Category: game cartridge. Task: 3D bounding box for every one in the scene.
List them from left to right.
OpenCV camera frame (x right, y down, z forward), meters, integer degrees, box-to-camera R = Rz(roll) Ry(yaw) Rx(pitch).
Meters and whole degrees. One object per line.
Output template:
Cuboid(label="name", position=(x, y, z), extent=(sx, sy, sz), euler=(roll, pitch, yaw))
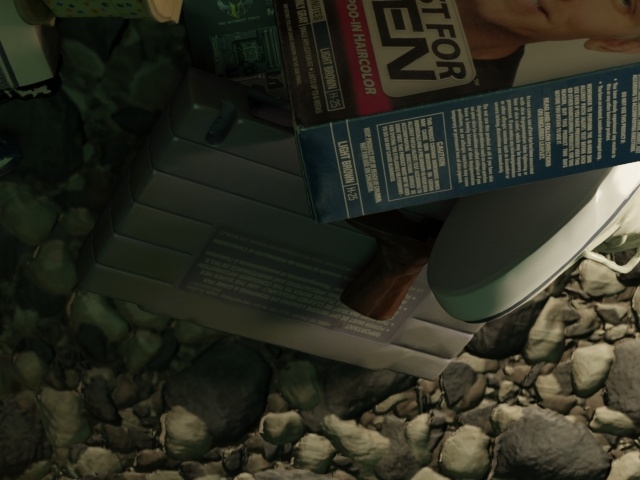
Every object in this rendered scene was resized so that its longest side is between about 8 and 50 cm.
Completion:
Cuboid(label="game cartridge", position=(0.000, 0.000, 1.208), extent=(0.355, 0.068, 0.230), euler=(17, 134, -26))

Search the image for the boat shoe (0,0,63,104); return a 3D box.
Cuboid(label="boat shoe", position=(-0.312, -0.238, 1.046), extent=(0.158, 0.127, 0.340), euler=(-14, 120, 3))

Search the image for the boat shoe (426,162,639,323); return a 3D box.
Cuboid(label="boat shoe", position=(0.242, -0.042, 1.153), extent=(0.367, 0.136, 0.156), euler=(-48, 121, -20))

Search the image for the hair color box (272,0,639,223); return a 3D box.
Cuboid(label="hair color box", position=(0.147, -0.136, 1.040), extent=(0.347, 0.174, 0.105), euler=(-11, 139, 0))

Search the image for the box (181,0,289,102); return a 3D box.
Cuboid(label="box", position=(0.014, -0.149, 1.167), extent=(0.232, 0.059, 0.183), euler=(-11, 123, 0))

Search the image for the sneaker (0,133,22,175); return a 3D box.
Cuboid(label="sneaker", position=(-0.304, -0.047, 1.209), extent=(0.135, 0.052, 0.058), euler=(-19, 130, 14))

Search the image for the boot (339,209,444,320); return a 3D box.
Cuboid(label="boot", position=(0.039, 0.019, 1.172), extent=(0.106, 0.037, 0.114), euler=(18, 134, -24))

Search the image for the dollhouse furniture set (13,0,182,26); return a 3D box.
Cuboid(label="dollhouse furniture set", position=(-0.138, -0.222, 0.984), extent=(0.182, 0.101, 0.161), euler=(2, 158, 20))
